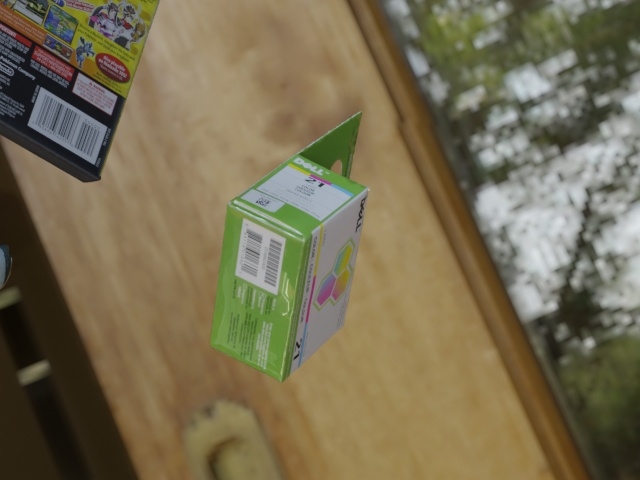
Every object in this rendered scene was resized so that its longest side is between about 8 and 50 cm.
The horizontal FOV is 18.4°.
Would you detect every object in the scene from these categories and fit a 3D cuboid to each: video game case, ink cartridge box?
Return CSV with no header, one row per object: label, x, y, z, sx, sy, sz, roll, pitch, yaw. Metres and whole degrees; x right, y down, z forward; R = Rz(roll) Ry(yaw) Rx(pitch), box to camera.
video game case,-0.314,-0.233,2.161,0.275,0.248,0.035,31,-24,-37
ink cartridge box,0.000,0.000,2.083,0.255,0.097,0.189,-39,-33,-47

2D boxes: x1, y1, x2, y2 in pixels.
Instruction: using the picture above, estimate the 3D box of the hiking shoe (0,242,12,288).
hiking shoe,-0.422,-0.047,1.883,0.113,0.304,0.132,-25,17,47
